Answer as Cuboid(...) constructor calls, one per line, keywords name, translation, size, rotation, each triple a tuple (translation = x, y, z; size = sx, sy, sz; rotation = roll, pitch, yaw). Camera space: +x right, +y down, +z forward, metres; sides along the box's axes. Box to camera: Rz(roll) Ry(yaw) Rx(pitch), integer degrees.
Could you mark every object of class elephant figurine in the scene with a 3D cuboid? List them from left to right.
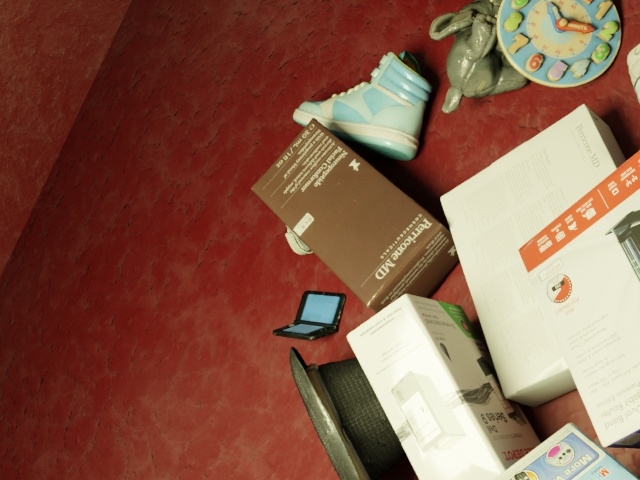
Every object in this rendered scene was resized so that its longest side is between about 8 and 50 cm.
Cuboid(name="elephant figurine", translation=(0.289, -0.372, 1.462), size=(0.239, 0.186, 0.169), rotation=(-105, 11, -48))

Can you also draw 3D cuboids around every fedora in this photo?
Cuboid(name="fedora", translation=(0.072, 0.283, 1.299), size=(0.153, 0.334, 0.334), rotation=(-26, 48, -3))

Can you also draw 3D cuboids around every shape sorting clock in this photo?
Cuboid(name="shape sorting clock", translation=(0.393, -0.351, 1.314), size=(0.040, 0.206, 0.206), rotation=(107, 175, -76))

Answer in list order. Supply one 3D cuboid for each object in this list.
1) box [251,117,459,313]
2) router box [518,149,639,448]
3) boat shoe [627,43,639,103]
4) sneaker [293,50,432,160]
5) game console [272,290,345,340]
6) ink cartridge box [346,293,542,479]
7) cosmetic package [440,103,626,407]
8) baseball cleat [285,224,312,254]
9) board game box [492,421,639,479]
Cuboid(name="box", translation=(0.061, -0.040, 1.467), size=(0.191, 0.143, 0.381), rotation=(-49, 55, 3))
Cuboid(name="router box", translation=(0.431, 0.043, 0.963), size=(0.335, 0.082, 0.301), rotation=(-47, 45, 38))
Cuboid(name="boat shoe", translation=(0.599, -0.343, 1.136), size=(0.367, 0.136, 0.156), rotation=(-41, 43, 39))
Cuboid(name="sneaker", translation=(0.095, -0.290, 1.622), size=(0.319, 0.127, 0.208), rotation=(21, 89, 39))
Cuboid(name="game console", translation=(-0.024, 0.147, 1.580), size=(0.122, 0.107, 0.071), rotation=(0, 101, 46))
Cuboid(name="ink cartridge box", translation=(0.192, 0.237, 1.164), size=(0.121, 0.211, 0.289), rotation=(-38, 63, 21))
Cuboid(name="cosmetic package", translation=(0.365, 0.022, 1.218), size=(0.284, 0.097, 0.377), rotation=(-35, 50, 32))
Cuboid(name="baseball cleat", translation=(0.000, 0.000, 1.636), size=(0.206, 0.072, 0.109), rotation=(45, 131, 40))
Cuboid(name="board game box", translation=(0.266, 0.393, 0.876), size=(0.308, 0.086, 0.302), rotation=(-33, 31, -9))
